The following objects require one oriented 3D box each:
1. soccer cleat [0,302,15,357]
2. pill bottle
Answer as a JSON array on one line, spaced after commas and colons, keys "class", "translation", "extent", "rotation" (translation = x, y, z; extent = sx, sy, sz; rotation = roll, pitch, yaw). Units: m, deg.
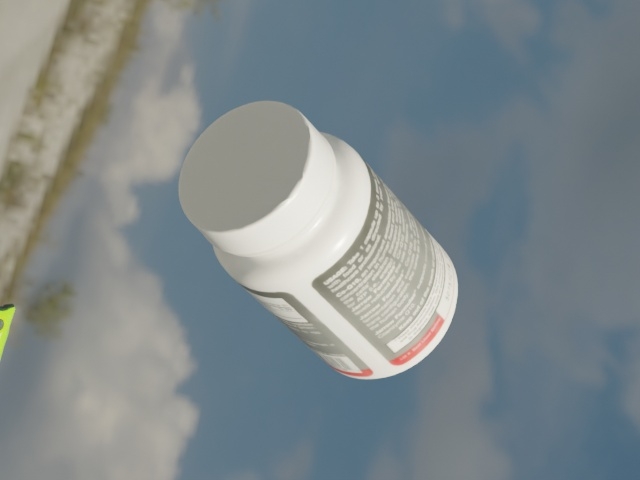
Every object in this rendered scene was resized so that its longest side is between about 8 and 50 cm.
[{"class": "soccer cleat", "translation": [-0.204, 0.016, 0.890], "extent": [0.179, 0.060, 0.072], "rotation": [37, -76, 37]}, {"class": "pill bottle", "translation": [0.000, 0.000, 1.710], "extent": [0.161, 0.283, 0.161], "rotation": [-16, -126, 23]}]
